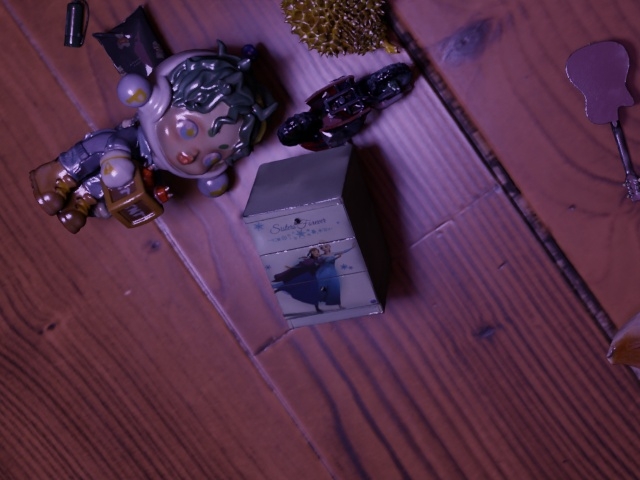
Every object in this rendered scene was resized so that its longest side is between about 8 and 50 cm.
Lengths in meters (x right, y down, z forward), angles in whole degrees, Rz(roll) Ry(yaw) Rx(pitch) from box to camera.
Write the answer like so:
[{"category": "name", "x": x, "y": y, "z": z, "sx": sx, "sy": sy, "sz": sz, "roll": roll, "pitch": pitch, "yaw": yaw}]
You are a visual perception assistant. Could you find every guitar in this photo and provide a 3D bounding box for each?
[{"category": "guitar", "x": 0.414, "y": -0.167, "z": 1.857, "sx": 0.088, "sy": 0.025, "sz": 0.233, "roll": -16, "pitch": 94, "yaw": 14}]

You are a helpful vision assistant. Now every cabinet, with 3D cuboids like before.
[{"category": "cabinet", "x": 0.000, "y": 0.000, "z": 1.883, "sx": 0.145, "sy": 0.150, "sz": 0.206, "roll": -11, "pitch": 121, "yaw": 15}]

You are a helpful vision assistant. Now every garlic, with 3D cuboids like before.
[{"category": "garlic", "x": 0.515, "y": 0.170, "z": 1.863, "sx": 0.198, "sy": 0.090, "sz": 0.128, "roll": 28, "pitch": 119, "yaw": 1}]

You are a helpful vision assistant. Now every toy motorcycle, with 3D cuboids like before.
[{"category": "toy motorcycle", "x": 0.040, "y": -0.187, "z": 1.909, "sx": 0.213, "sy": 0.122, "sz": 0.082, "roll": -28, "pitch": 79, "yaw": 4}]

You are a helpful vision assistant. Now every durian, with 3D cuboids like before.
[{"category": "durian", "x": 0.028, "y": -0.329, "z": 1.892, "sx": 0.208, "sy": 0.102, "sz": 0.146, "roll": 41, "pitch": 99, "yaw": 1}]

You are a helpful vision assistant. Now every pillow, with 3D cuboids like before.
[{"category": "pillow", "x": -0.271, "y": -0.271, "z": 1.998, "sx": 0.090, "sy": 0.048, "sz": 0.150, "roll": -30, "pitch": 94, "yaw": 23}]

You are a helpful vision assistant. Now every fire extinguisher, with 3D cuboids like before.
[{"category": "fire extinguisher", "x": -0.376, "y": -0.339, "z": 2.026, "sx": 0.038, "sy": 0.025, "sz": 0.083, "roll": 1, "pitch": 101, "yaw": -24}]

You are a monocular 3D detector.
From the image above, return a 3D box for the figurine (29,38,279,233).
[{"category": "figurine", "x": -0.237, "y": -0.144, "z": 1.919, "sx": 0.382, "sy": 0.261, "sz": 0.186, "roll": -32, "pitch": 62, "yaw": 7}]
